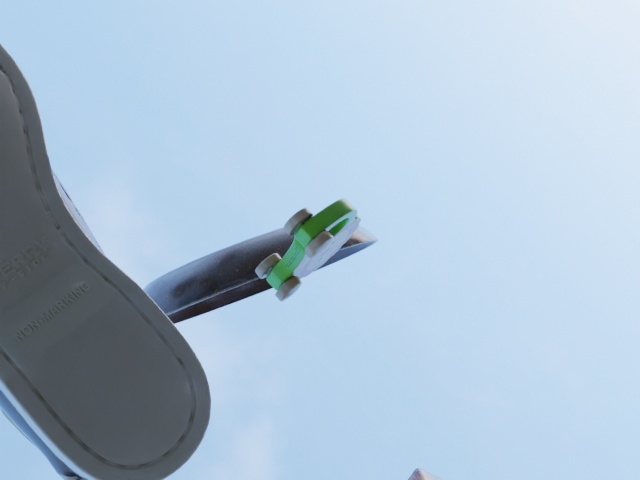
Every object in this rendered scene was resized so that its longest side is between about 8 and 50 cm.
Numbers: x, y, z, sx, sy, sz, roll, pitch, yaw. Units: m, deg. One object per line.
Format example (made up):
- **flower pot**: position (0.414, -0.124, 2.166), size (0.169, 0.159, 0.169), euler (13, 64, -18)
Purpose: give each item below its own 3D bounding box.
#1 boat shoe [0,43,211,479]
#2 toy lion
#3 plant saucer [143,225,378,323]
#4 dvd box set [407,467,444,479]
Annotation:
- **boat shoe**: position (-0.183, -0.004, 0.495), size (0.116, 0.096, 0.324), euler (-36, -90, -30)
- **toy lion**: position (0.000, 0.000, 0.707), size (0.034, 0.100, 0.096), euler (47, -130, 11)
- **plant saucer**: position (-0.084, 0.036, 1.056), size (0.310, 0.310, 0.050), euler (-18, -95, -25)
- **dvd box set**: position (0.084, 0.453, 0.907), size (0.062, 0.420, 0.308), euler (31, -83, -12)
